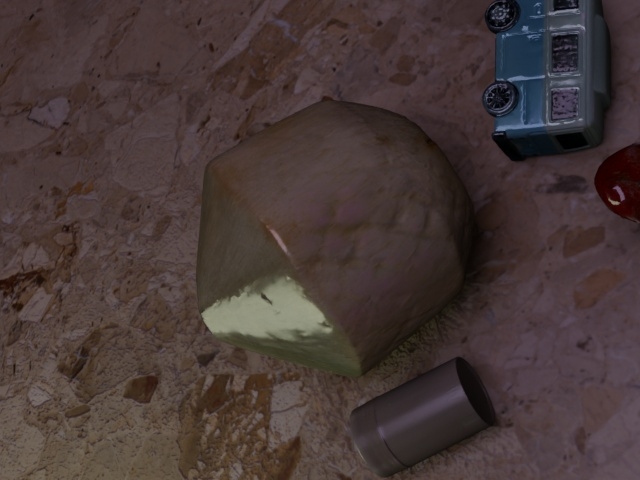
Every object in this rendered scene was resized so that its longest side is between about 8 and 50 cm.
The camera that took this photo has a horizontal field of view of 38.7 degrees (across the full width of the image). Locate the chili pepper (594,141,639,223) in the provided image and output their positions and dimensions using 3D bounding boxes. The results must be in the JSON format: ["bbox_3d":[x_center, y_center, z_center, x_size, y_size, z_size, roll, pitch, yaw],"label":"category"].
[{"bbox_3d":[0.418,-0.072,1.136,0.136,0.252,0.144,-14,77,47],"label":"chili pepper"}]

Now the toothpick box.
[{"bbox_3d":[0.142,0.252,1.290,0.180,0.111,0.111,-31,63,20],"label":"toothpick box"}]

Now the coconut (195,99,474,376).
[{"bbox_3d":[0.000,0.000,1.307,0.415,0.345,0.415,-12,47,13],"label":"coconut"}]

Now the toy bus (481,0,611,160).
[{"bbox_3d":[0.329,-0.264,1.307,0.164,0.133,0.271,-2,78,25],"label":"toy bus"}]
